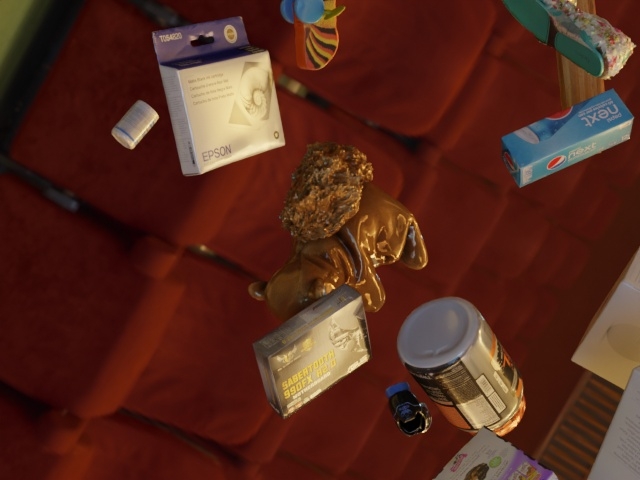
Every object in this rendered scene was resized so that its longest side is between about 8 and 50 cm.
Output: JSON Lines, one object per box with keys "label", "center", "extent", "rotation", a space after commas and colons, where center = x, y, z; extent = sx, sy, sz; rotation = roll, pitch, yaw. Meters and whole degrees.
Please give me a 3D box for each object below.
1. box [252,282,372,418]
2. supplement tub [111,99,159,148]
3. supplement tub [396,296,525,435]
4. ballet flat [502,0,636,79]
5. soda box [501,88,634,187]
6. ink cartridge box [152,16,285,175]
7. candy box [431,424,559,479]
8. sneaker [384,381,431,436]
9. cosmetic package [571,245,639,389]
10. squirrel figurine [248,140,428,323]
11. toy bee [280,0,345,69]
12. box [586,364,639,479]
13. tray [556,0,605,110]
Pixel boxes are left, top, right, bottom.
{"label": "box", "center": [-0.011, 0.215, 2.057], "extent": [0.231, 0.056, 0.183], "rotation": [-32, 135, -24]}
{"label": "supplement tub", "center": [-0.458, -0.285, 2.605], "extent": [0.107, 0.071, 0.071], "rotation": [-52, 179, -14]}
{"label": "supplement tub", "center": [0.309, 0.279, 2.250], "extent": [0.194, 0.316, 0.193], "rotation": [-21, -138, 20]}
{"label": "ballet flat", "center": [0.371, -0.324, 1.579], "extent": [0.077, 0.241, 0.091], "rotation": [-30, 149, -18]}
{"label": "soda box", "center": [0.411, -0.172, 1.767], "extent": [0.210, 0.071, 0.067], "rotation": [-24, 152, -4]}
{"label": "ink cartridge box", "center": [-0.154, -0.234, 1.663], "extent": [0.045, 0.223, 0.223], "rotation": [-3, -165, 37]}
{"label": "candy box", "center": [0.296, 0.429, 1.802], "extent": [0.165, 0.070, 0.196], "rotation": [-44, -150, -10]}
{"label": "sneaker", "center": [0.200, 0.395, 2.322], "extent": [0.081, 0.090, 0.232], "rotation": [-25, 146, 8]}
{"label": "cosmetic package", "center": [0.623, 0.169, 1.940], "extent": [0.138, 0.225, 0.224], "rotation": [-46, 163, -46]}
{"label": "squirrel figurine", "center": [0.000, 0.000, 2.207], "extent": [0.370, 0.281, 0.396], "rotation": [-43, 129, -43]}
{"label": "toy bee", "center": [0.000, -0.541, 2.368], "extent": [0.162, 0.195, 0.298], "rotation": [-21, 130, -20]}
{"label": "box", "center": [0.568, 0.344, 1.672], "extent": [0.215, 0.168, 0.345], "rotation": [-18, 133, -35]}
{"label": "tray", "center": [0.486, -0.386, 2.010], "extent": [0.203, 0.076, 0.410], "rotation": [43, 42, -74]}
